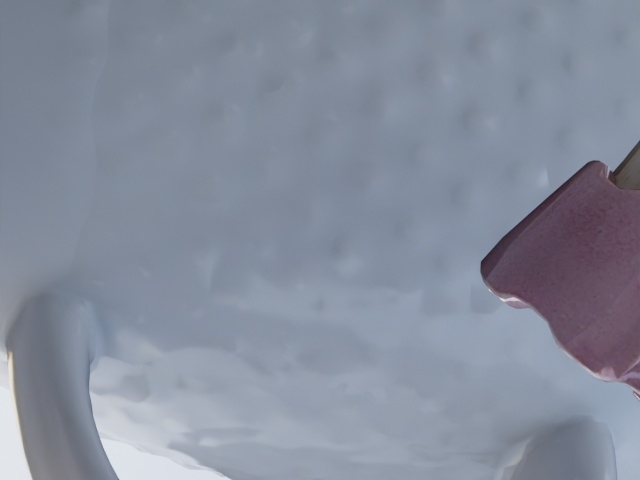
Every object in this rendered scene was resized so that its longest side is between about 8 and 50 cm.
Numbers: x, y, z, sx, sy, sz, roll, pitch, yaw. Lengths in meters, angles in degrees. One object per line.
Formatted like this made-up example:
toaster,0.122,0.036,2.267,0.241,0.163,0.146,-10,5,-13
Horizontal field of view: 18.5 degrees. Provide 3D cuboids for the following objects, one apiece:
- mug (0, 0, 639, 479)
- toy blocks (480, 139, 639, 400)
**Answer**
mug,0.000,0.000,0.751,0.276,0.328,0.374,117,-23,-46
toy blocks,0.169,0.135,0.418,0.260,0.309,0.288,-52,-162,5
